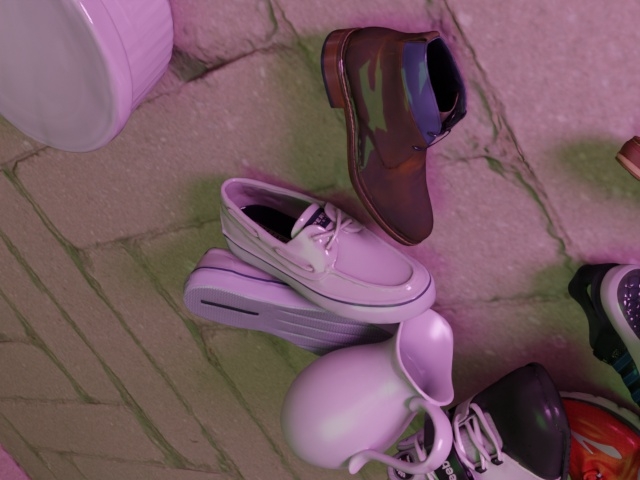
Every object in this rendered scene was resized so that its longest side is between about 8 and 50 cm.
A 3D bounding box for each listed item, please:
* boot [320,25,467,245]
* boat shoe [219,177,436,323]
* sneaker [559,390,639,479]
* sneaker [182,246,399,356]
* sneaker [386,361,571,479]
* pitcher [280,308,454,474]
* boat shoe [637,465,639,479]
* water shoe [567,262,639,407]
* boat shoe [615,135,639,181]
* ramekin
[{"bbox_3d":[0.081,-0.086,0.779,0.106,0.082,0.219,3,127,44],"label":"boot"},{"bbox_3d":[0.000,0.000,0.935,0.268,0.096,0.088,27,146,32],"label":"boat shoe"},{"bbox_3d":[0.308,0.282,0.901,0.107,0.118,0.279,-22,101,51],"label":"sneaker"},{"bbox_3d":[-0.026,0.064,1.026,0.258,0.091,0.094,18,136,-3],"label":"sneaker"},{"bbox_3d":[0.154,0.239,0.946,0.330,0.146,0.122,108,150,-54],"label":"sneaker"},{"bbox_3d":[0.053,0.188,0.945,0.126,0.177,0.207,28,131,-31],"label":"pitcher"},{"bbox_3d":[0.408,0.215,0.801,0.226,0.083,0.075,4,120,24],"label":"boat shoe"},{"bbox_3d":[0.295,0.102,0.801,0.203,0.073,0.080,62,161,-19],"label":"water shoe"},{"bbox_3d":[0.308,-0.038,0.648,0.178,0.064,0.060,29,111,15],"label":"boat shoe"},{"bbox_3d":[-0.274,-0.236,0.910,0.273,0.127,0.272,24,140,22],"label":"ramekin"}]
